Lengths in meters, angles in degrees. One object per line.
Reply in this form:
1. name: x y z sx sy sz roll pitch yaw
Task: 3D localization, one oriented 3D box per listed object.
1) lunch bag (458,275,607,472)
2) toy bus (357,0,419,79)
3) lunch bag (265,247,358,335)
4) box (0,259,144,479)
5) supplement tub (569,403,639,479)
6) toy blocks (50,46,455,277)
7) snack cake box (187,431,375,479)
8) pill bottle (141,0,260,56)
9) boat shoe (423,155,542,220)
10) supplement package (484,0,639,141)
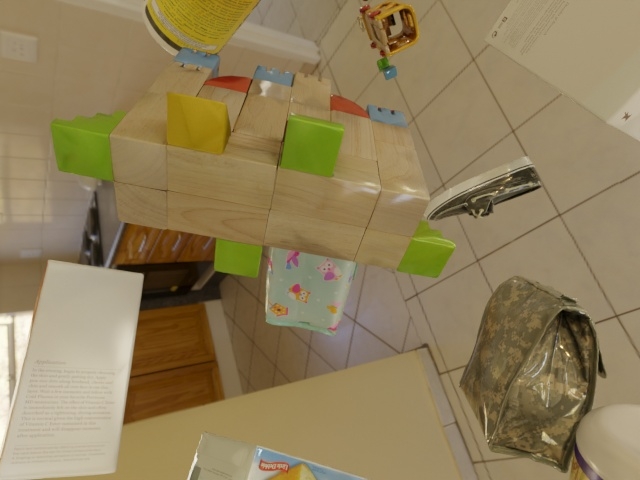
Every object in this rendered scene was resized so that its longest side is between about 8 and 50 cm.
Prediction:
1. lunch bag: 0.395 0.220 0.811 0.235 0.168 0.287 -60 -16 -81
2. toy bus: 0.164 -0.514 1.026 0.104 0.191 0.202 -22 81 7
3. lunch bag: 0.000 0.000 0.783 0.262 0.160 0.223 -73 -5 -56
4. box: -0.463 0.240 0.810 0.215 0.168 0.346 -31 53 49
5. supplement tub: 0.405 0.392 0.493 0.241 0.241 0.332 14 100 53
6. toy blocks: -0.045 -0.113 0.507 0.261 0.381 0.191 -88 11 -50
7. snack cake box: -0.046 0.370 0.645 0.152 0.264 0.089 -18 48 46
8. pill bottle: -0.210 -0.524 0.859 0.334 0.187 0.188 -22 74 47
9. boat shoe: 0.302 -0.080 0.821 0.219 0.077 0.070 -26 73 20
10. supplement package: 0.424 -0.286 0.603 0.199 0.198 0.263 -57 40 32
